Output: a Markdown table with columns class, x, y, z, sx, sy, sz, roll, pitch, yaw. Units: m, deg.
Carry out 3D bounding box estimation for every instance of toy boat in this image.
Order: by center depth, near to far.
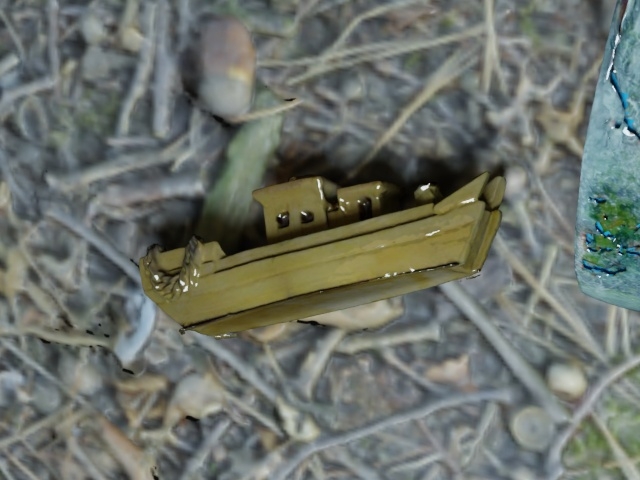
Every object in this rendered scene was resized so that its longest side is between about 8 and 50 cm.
| class | x | y | z | sx | sy | sz | roll | pitch | yaw |
| --- | --- | --- | --- | --- | --- | --- | --- | --- | --- |
| toy boat | 0.000 | 0.000 | 1.035 | 0.206 | 0.064 | 0.072 | -15 | 75 | 23 |

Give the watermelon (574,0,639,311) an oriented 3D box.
| class | x | y | z | sx | sy | sz | roll | pitch | yaw |
| --- | --- | --- | --- | --- | --- | --- | --- | --- | --- |
| watermelon | 0.230 | -0.079 | 0.848 | 0.175 | 0.188 | 0.322 | 23 | 110 | 20 |
